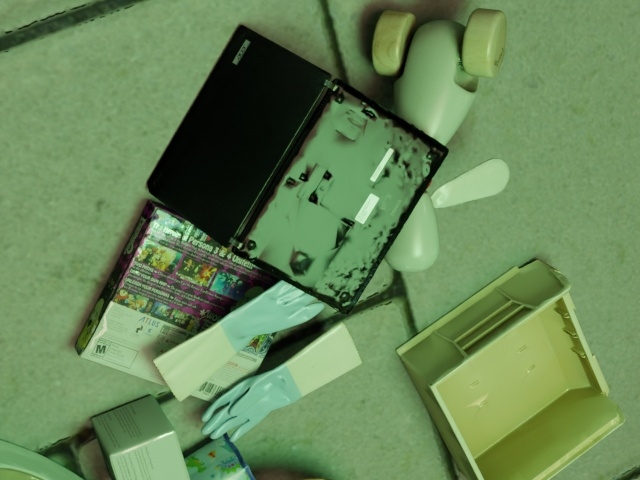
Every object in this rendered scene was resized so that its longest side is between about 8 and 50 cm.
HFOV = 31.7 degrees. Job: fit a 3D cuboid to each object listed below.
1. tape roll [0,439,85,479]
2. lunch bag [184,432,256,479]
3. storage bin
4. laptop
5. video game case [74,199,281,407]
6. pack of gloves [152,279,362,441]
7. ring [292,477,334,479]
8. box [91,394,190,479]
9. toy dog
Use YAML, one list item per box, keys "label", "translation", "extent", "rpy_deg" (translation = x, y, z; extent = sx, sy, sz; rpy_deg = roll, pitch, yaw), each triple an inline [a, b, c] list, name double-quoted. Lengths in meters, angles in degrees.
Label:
- label: "tape roll"
  translation: [-0.343, 0.340, 1.288]
  extent: [0.286, 0.286, 0.100]
  rpy_deg: [30, 94, -30]
- label: "lunch bag"
  translation: [-0.139, 0.355, 1.500]
  extent: [0.129, 0.096, 0.151]
  rpy_deg: [-29, 131, -11]
- label: "storage bin"
  translation: [0.282, 0.206, 1.619]
  extent: [0.260, 0.123, 0.262]
  rpy_deg: [-34, 118, -10]
- label: "laptop"
  translation: [-0.030, -0.084, 1.340]
  extent: [0.264, 0.136, 0.234]
  rpy_deg: [29, 95, -21]
- label: "video game case"
  translation: [-0.160, 0.087, 1.419]
  extent: [0.232, 0.042, 0.210]
  rpy_deg: [24, 97, -30]
- label: "pack of gloves"
  translation: [-0.081, 0.144, 1.439]
  extent: [0.232, 0.046, 0.195]
  rpy_deg: [-31, 130, -8]
- label: "ring"
  translation: [-0.079, 0.452, 1.531]
  extent: [0.337, 0.032, 0.336]
  rpy_deg: [-19, 134, -21]
- label: "box"
  translation: [-0.225, 0.270, 1.420]
  extent: [0.087, 0.101, 0.101]
  rpy_deg: [-21, 117, -17]
- label: "toy dog"
  translation: [0.139, -0.138, 1.416]
  extent: [0.333, 0.220, 0.161]
  rpy_deg: [-63, 158, 11]
